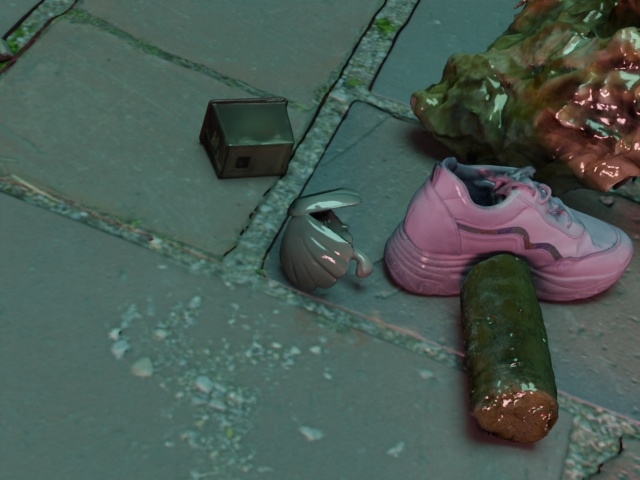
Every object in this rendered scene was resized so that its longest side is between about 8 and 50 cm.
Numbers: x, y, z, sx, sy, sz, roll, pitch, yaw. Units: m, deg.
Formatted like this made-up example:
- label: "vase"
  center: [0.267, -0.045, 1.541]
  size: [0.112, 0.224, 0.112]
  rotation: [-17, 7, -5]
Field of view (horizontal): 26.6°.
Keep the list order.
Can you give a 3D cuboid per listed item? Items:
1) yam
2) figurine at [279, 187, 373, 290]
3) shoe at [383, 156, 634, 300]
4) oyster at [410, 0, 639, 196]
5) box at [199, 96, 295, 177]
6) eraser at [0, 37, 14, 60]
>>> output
- label: "yam"
  center: [0.163, 0.093, 1.190]
  size: [0.078, 0.078, 0.179]
  rotation: [7, 42, -9]
- label: "figurine"
  center: [0.000, 0.000, 1.246]
  size: [0.094, 0.086, 0.082]
  rotation: [-9, 8, 37]
- label: "shoe"
  center: [0.189, -0.017, 1.271]
  size: [0.245, 0.137, 0.095]
  rotation: [1, 48, -15]
- label: "oyster"
  center: [0.251, -0.166, 1.347]
  size: [0.115, 0.351, 0.237]
  rotation: [5, 76, -58]
- label: "box"
  center: [-0.069, -0.101, 1.344]
  size: [0.085, 0.060, 0.063]
  rotation: [-4, 50, -23]
- label: "eraser"
  center: [-0.361, -0.188, 1.378]
  size: [0.099, 0.019, 0.027]
  rotation: [-19, 67, -32]
